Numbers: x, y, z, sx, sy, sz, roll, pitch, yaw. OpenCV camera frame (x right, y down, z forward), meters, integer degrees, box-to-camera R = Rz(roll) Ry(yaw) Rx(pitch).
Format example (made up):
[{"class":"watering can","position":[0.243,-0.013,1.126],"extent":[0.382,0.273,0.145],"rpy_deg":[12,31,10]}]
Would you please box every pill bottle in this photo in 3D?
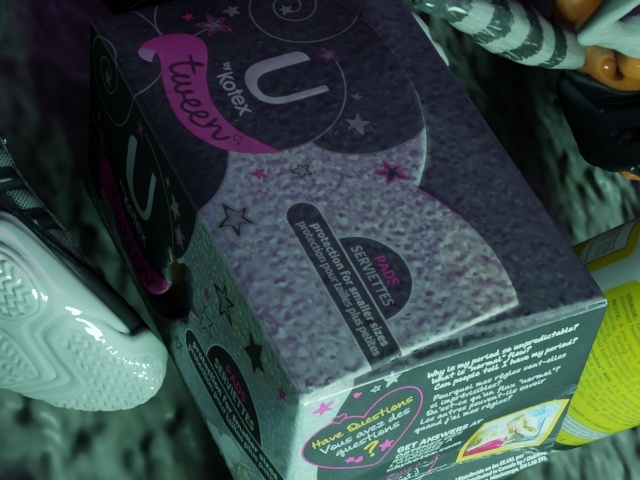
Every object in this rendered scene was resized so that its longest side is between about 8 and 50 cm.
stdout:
[{"class":"pill bottle","position":[0.199,0.047,1.176],"extent":[0.119,0.208,0.119],"rpy_deg":[21,57,-37]}]

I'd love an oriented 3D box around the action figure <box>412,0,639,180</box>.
[{"class":"action figure","position":[0.164,-0.152,1.270],"extent":[0.341,0.178,0.330],"rpy_deg":[43,-1,36]}]

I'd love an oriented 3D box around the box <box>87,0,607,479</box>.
[{"class":"box","position":[0.000,0.000,0.953],"extent":[0.163,0.142,0.247],"rpy_deg":[-17,55,-20]}]

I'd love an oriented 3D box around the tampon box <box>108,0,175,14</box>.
[{"class":"tampon box","position":[-0.062,-0.212,1.112],"extent":[0.101,0.120,0.161],"rpy_deg":[46,44,-19]}]

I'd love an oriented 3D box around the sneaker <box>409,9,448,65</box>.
[{"class":"sneaker","position":[0.024,-0.039,1.125],"extent":[0.115,0.105,0.281],"rpy_deg":[-22,83,-41]}]

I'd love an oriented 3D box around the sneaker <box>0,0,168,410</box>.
[{"class":"sneaker","position":[-0.166,-0.038,0.933],"extent":[0.268,0.101,0.153],"rpy_deg":[37,51,-23]}]
